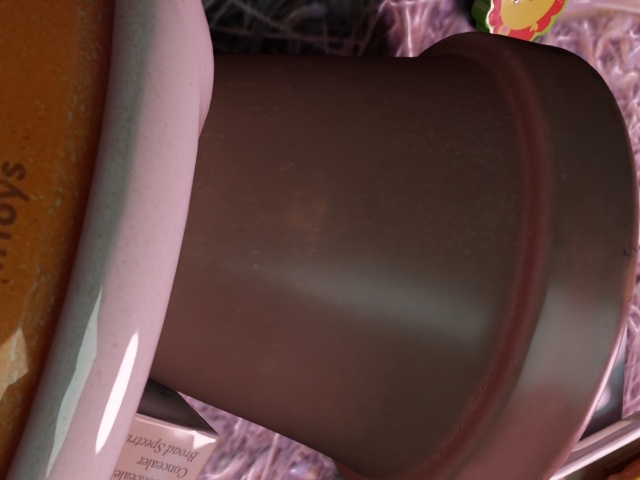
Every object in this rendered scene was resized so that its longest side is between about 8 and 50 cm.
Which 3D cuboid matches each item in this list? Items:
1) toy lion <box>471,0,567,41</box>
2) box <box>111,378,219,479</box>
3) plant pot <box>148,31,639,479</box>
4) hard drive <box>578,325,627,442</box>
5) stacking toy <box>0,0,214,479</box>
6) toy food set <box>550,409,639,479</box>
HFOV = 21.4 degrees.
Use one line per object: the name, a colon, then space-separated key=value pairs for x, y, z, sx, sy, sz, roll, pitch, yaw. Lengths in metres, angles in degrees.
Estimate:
toy lion: x=0.129 y=-0.164 z=1.006 sx=0.100 sy=0.034 sz=0.096 roll=-38 pitch=141 yaw=-13
box: x=-0.206 y=0.188 z=0.899 sx=0.148 sy=0.121 sz=0.311 roll=21 pitch=102 yaw=-45
plant pot: x=0.000 y=0.000 z=0.879 sx=0.229 sy=0.263 sz=0.263 roll=13 pitch=109 yaw=-24
hard drive: x=0.127 y=0.141 z=1.185 sx=0.203 sy=0.040 sz=0.307 roll=-23 pitch=128 yaw=-26
stacking toy: x=-0.310 y=-0.040 z=0.603 sx=0.480 sy=0.350 sz=0.350 roll=17 pitch=107 yaw=-24
toy food set: x=0.234 y=0.268 z=1.215 sx=0.220 sy=0.092 sz=0.306 roll=-23 pitch=113 yaw=-26
